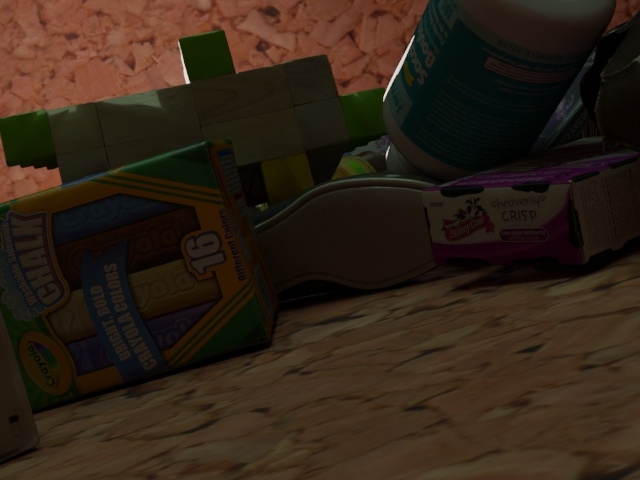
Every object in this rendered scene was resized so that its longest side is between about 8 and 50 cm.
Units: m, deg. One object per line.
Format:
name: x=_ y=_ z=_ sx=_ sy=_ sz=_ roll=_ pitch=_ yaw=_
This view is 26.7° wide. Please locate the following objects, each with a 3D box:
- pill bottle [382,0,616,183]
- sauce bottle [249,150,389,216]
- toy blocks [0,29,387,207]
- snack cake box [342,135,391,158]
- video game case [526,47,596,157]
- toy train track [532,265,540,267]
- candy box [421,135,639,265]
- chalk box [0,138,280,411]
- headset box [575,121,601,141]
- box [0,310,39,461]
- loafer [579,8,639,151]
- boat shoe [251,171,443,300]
pill bottle: x=0.145 y=-0.148 z=1.211 sx=0.146 sy=0.146 sz=0.264 roll=-20 pitch=-29 yaw=-35
sauce bottle: x=-0.055 y=-0.015 z=1.643 sx=0.344 sy=0.111 sz=0.111 roll=-22 pitch=8 yaw=-32
toy blocks: x=-0.135 y=-0.082 z=1.451 sx=0.381 sy=0.190 sz=0.261 roll=-13 pitch=-11 yaw=-11
snack cake box: x=0.065 y=-0.086 z=1.857 sx=0.264 sy=0.089 sz=0.152 roll=-15 pitch=-17 yaw=8
video game case: x=0.186 y=-0.090 z=1.352 sx=0.274 sy=0.026 sz=0.196 roll=-49 pitch=17 yaw=-13
toy train track: x=0.181 y=0.011 z=1.162 sx=0.048 sy=0.014 sz=0.083 roll=-16 pitch=6 yaw=3
candy box: x=0.224 y=-0.040 z=1.147 sx=0.233 sy=0.071 sz=0.159 roll=-18 pitch=11 yaw=-42
chalk box: x=-0.201 y=0.033 z=1.196 sx=0.289 sy=0.179 sz=0.180 roll=-16 pitch=5 yaw=3
headset box: x=0.243 y=-0.143 z=1.659 sx=0.293 sy=0.110 sz=0.218 roll=-7 pitch=9 yaw=-18
box: x=-0.343 y=0.107 z=1.064 sx=0.121 sy=0.148 sz=0.311 roll=-20 pitch=5 yaw=-30
loafer: x=0.281 y=-0.154 z=1.128 sx=0.130 sy=0.133 sz=0.366 roll=-5 pitch=12 yaw=14
boat shoe: x=0.000 y=0.000 z=1.303 sx=0.335 sy=0.112 sz=0.095 roll=-17 pitch=9 yaw=30
